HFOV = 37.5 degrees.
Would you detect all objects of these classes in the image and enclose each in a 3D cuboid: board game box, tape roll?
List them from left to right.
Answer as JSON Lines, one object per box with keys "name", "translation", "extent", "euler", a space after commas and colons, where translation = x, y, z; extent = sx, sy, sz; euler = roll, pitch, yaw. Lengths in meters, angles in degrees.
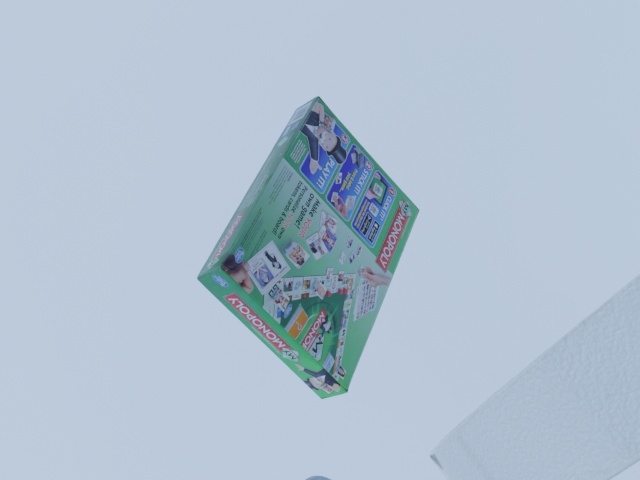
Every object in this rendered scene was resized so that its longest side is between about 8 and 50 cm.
{"name": "board game box", "translation": [0.000, 0.000, 1.132], "extent": [0.046, 0.317, 0.213], "euler": [-23, -61, 40]}
{"name": "tape roll", "translation": [0.241, 0.046, 0.604], "extent": [0.072, 0.392, 0.392], "euler": [52, -59, 16]}

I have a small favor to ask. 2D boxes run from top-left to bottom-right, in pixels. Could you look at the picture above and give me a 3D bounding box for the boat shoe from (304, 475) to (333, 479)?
{"name": "boat shoe", "translation": [-0.041, 0.438, 1.373], "extent": [0.109, 0.302, 0.094], "euler": [24, -76, 21]}
